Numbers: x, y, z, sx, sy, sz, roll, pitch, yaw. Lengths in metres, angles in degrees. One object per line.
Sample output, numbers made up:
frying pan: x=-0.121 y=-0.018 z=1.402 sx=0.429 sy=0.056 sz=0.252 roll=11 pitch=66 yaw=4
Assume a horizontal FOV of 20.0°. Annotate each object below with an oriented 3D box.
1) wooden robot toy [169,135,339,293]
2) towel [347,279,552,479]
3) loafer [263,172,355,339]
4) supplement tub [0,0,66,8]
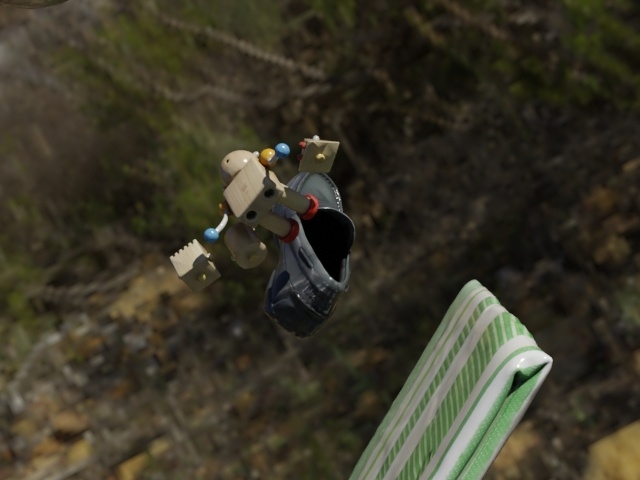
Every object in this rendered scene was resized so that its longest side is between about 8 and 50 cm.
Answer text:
wooden robot toy: x=-0.058 y=-0.037 z=1.503 sx=0.076 sy=0.079 sz=0.173 roll=29 pitch=-72 yaw=-41
towel: x=0.089 y=0.160 z=1.440 sx=0.247 sy=0.038 sz=0.325 roll=-60 pitch=5 yaw=3
loafer: x=0.000 y=0.000 z=1.605 sx=0.078 sy=0.076 sz=0.223 roll=-42 pitch=21 yaw=26
supplement tub: x=-0.214 y=-0.229 z=0.865 sx=0.338 sy=0.207 sz=0.207 roll=11 pitch=-10 yaw=-7
